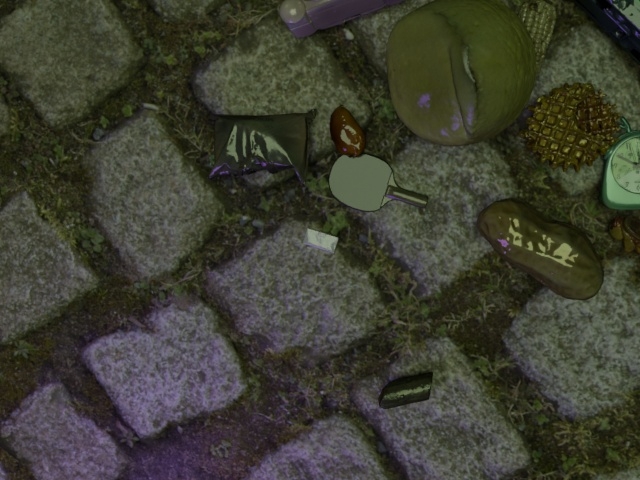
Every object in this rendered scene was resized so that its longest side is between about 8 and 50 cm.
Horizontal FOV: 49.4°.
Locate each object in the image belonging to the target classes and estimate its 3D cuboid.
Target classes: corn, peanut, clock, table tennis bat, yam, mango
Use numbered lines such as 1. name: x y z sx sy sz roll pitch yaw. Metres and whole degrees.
1. corn: 0.464 -0.428 1.549 0.087 0.087 0.210 13 98 8
2. peanut: 0.500 0.013 1.564 0.313 0.152 0.152 33 101 7
3. clock: 0.709 -0.172 1.547 0.159 0.066 0.210 1 97 9
4. table tennis bat: 0.139 -0.129 1.674 0.247 0.022 0.138 18 99 8
5. yam: 0.210 0.365 1.699 0.147 0.070 0.069 -15 94 12
6. mango: 0.062 -0.257 1.650 0.077 0.063 0.127 -24 87 16
7. clock: 0.019 -0.661 1.554 0.342 0.184 0.325 -17 89 6

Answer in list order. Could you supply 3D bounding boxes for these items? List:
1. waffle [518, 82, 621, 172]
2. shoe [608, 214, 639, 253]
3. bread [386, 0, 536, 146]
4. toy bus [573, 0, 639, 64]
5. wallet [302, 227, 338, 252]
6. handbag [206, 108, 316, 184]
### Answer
1. waffle: 0.553 -0.254 1.540 0.197 0.070 0.193 -43 71 18
2. shoe: 0.704 -0.007 1.566 0.109 0.069 0.072 18 63 -4
3. bread: 0.302 -0.366 1.501 0.320 0.237 0.320 19 116 45
4. toy bus: 0.698 -0.494 1.452 0.343 0.183 0.199 45 100 1
5. wallet: 0.000 0.000 1.717 0.083 0.011 0.044 18 99 8
6. handbag: -0.143 -0.222 1.663 0.271 0.117 0.182 0 83 10
